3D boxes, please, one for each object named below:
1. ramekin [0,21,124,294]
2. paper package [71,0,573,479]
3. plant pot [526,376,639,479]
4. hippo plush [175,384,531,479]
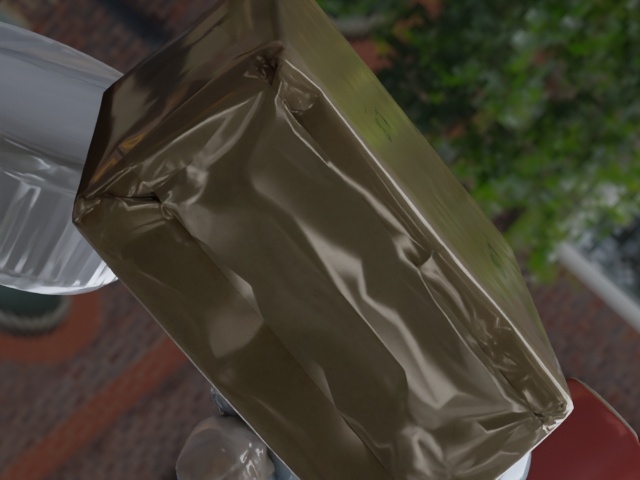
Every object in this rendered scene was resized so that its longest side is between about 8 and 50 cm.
[{"bbox_3d":[-0.237,-0.066,1.519,0.273,0.273,0.127,-85,-160,-69],"label":"ramekin"},{"bbox_3d":[0.000,0.000,1.263,0.168,0.309,0.325,-37,-164,8],"label":"paper package"},{"bbox_3d":[0.198,0.274,1.757,0.243,0.275,0.275,-38,-168,-5],"label":"plant pot"},{"bbox_3d":[0.036,0.206,1.527,0.234,0.236,0.294,25,80,-62],"label":"hippo plush"}]
